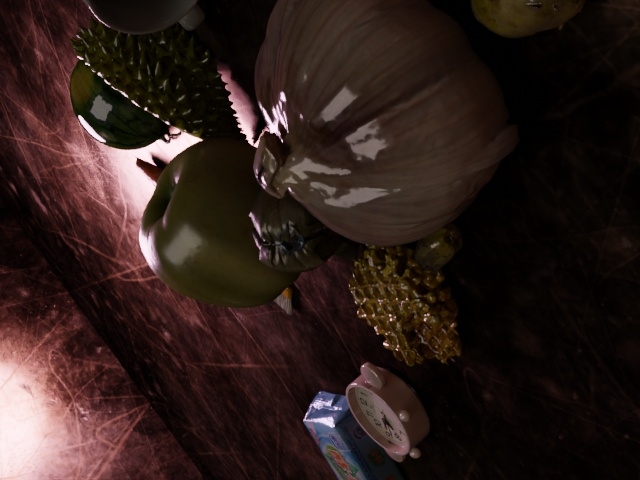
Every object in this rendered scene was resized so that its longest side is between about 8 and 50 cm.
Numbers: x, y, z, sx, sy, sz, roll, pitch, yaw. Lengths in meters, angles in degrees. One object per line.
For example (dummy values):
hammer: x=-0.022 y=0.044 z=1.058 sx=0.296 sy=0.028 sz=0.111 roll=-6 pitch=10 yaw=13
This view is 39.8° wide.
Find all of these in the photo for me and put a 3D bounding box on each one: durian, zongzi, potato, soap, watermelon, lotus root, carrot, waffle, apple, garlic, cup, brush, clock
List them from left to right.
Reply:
watermelon: x=-0.400 y=-0.254 z=1.697 sx=0.232 sy=0.127 sz=0.204 roll=56 pitch=151 yaw=-11
cup: x=-0.272 y=-0.412 z=1.283 sx=0.234 sy=0.186 sz=0.258 roll=49 pitch=-176 yaw=39
durian: x=-0.277 y=-0.265 z=1.448 sx=0.355 sy=0.157 sz=0.169 roll=40 pitch=157 yaw=22
carrot: x=-0.321 y=-0.118 z=1.805 sx=0.224 sy=0.057 sz=0.057 roll=35 pitch=147 yaw=41
apple: x=-0.141 y=-0.022 z=1.361 sx=0.279 sy=0.279 sz=0.279 roll=40 pitch=149 yaw=30
brush: x=-0.089 y=0.023 z=1.608 sx=0.103 sy=0.013 sz=0.272 roll=38 pitch=148 yaw=31
zongzi: x=0.000 y=0.000 z=1.206 sx=0.125 sy=0.250 sz=0.274 roll=-6 pitch=129 yaw=16
soap: x=0.078 y=0.432 z=1.714 sx=0.293 sy=0.077 sz=0.156 roll=59 pitch=154 yaw=-6
garlic: x=0.052 y=-0.149 z=0.967 sx=0.322 sy=0.241 sz=0.321 roll=17 pitch=121 yaw=31
clock: x=0.118 y=0.289 z=1.509 sx=0.156 sy=0.063 sz=0.229 roll=22 pitch=140 yaw=45
waffle: x=0.122 y=0.094 z=1.269 sx=0.197 sy=0.070 sz=0.193 roll=30 pitch=143 yaw=43
lotus root: x=0.150 y=0.010 z=1.146 sx=0.049 sy=0.054 sz=0.099 roll=41 pitch=151 yaw=8
potato: x=0.182 y=-0.230 z=0.803 sx=0.138 sy=0.070 sz=0.091 roll=5 pitch=123 yaw=58
